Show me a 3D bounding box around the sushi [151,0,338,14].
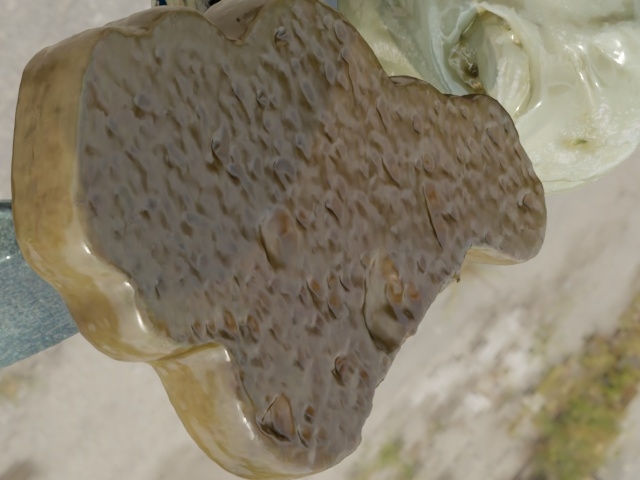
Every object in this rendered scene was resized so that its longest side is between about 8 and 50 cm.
[{"bbox_3d":[-0.004,-0.198,1.093,0.273,0.109,0.134,-64,147,-26],"label":"sushi"}]

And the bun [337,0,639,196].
[{"bbox_3d":[0.087,-0.093,0.946,0.102,0.183,0.183,-44,159,-58],"label":"bun"}]

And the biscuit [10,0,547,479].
[{"bbox_3d":[-0.001,-0.009,0.718,0.320,0.047,0.183,-20,102,-53],"label":"biscuit"}]

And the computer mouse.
[{"bbox_3d":[-0.208,0.029,0.961,0.229,0.068,0.113,-25,150,3],"label":"computer mouse"}]
